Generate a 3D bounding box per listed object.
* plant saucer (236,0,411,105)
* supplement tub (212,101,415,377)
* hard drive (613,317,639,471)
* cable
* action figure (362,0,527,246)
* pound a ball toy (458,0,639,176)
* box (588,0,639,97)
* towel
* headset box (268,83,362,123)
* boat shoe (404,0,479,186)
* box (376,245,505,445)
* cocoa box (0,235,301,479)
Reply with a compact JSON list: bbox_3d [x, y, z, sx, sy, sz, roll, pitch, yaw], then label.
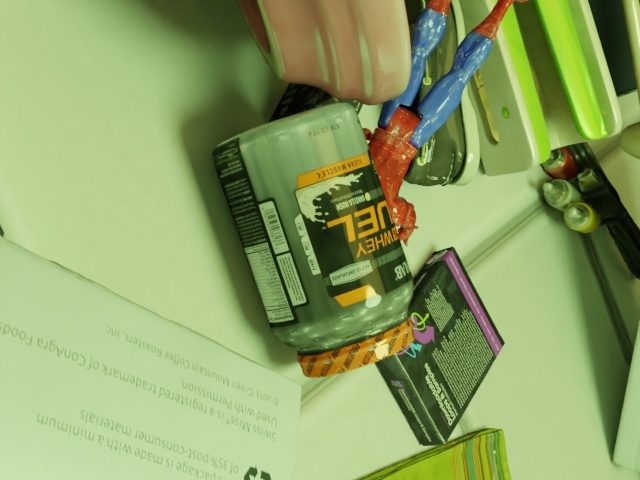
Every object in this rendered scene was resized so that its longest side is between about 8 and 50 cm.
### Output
[{"bbox_3d":[-0.039,-0.241,0.749,0.332,0.084,0.332,157,-90,-88],"label":"plant saucer"},{"bbox_3d":[0.000,0.000,0.817,0.117,0.117,0.190,-25,97,-52],"label":"supplement tub"},{"bbox_3d":[0.423,0.064,1.246,0.233,0.047,0.353,-29,129,-52],"label":"hard drive"},{"bbox_3d":[0.337,-0.039,1.327,0.287,0.072,0.139,38,32,-53],"label":"cable"},{"bbox_3d":[0.080,-0.101,0.940,0.280,0.091,0.139,-59,172,-4],"label":"action figure"},{"bbox_3d":[0.239,-0.207,1.152,0.208,0.135,0.319,-22,98,-23],"label":"pound a ball toy"},{"bbox_3d":[0.418,-0.314,1.292,0.343,0.312,0.179,-40,108,-50],"label":"box"},{"bbox_3d":[0.107,0.236,0.943,0.237,0.021,0.102,-6,81,-52],"label":"towel"},{"bbox_3d":[0.004,-0.117,0.891,0.032,0.083,0.062,49,43,-28],"label":"headset box"},{"bbox_3d":[0.096,-0.163,1.026,0.068,0.081,0.228,-4,77,-22],"label":"boat shoe"},{"bbox_3d":[0.109,0.095,0.992,0.116,0.029,0.162,61,38,-15],"label":"box"},{"bbox_3d":[-0.209,0.124,0.420,0.347,0.228,0.231,32,54,-41],"label":"cocoa box"}]
